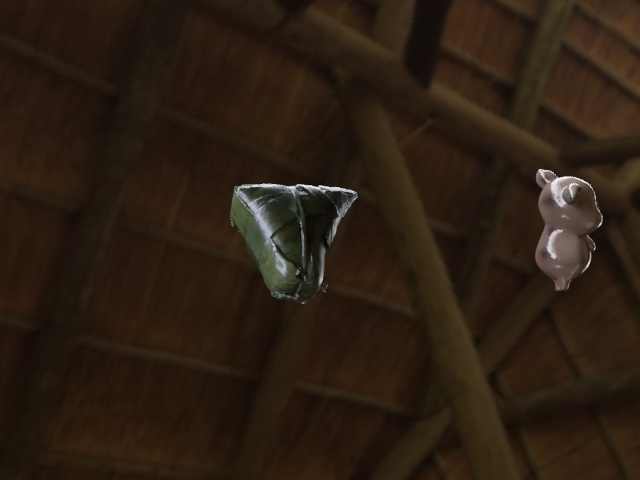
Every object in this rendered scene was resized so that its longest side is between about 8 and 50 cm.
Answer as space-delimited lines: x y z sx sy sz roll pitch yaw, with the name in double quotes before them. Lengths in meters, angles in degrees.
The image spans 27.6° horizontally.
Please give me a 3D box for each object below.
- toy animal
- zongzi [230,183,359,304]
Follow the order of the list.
"toy animal" 0.298 -0.013 1.585 0.089 0.083 0.150 -2 -88 -49
"zongzi" 0.000 0.000 1.009 0.119 0.055 0.109 -4 -133 -29
